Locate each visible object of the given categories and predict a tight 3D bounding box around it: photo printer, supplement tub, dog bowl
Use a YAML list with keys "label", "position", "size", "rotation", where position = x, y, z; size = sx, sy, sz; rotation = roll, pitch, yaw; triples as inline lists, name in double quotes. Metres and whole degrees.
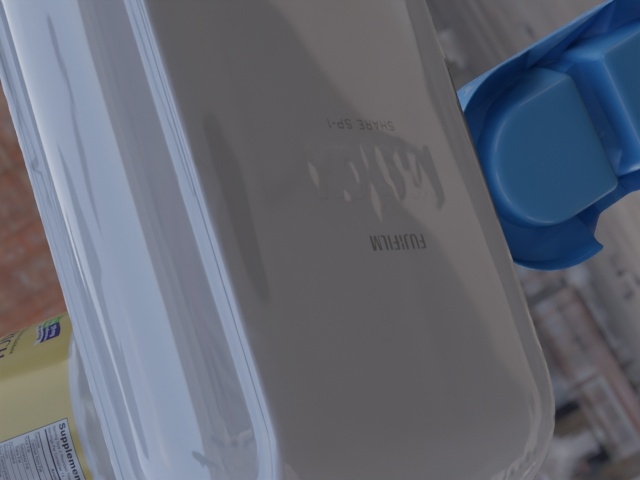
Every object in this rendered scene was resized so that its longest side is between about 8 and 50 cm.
- label: "photo printer"
  position: [-0.011, 0.005, 0.860]
  size: [0.256, 0.107, 0.307]
  rotation: [-2, -108, -55]
- label: "supplement tub"
  position: [-0.206, 0.184, 1.552]
  size: [0.241, 0.331, 0.241]
  rotation: [57, -160, -34]
- label: "dog bowl"
  position: [0.210, -0.093, 1.465]
  size: [0.074, 0.297, 0.166]
  rotation: [2, 121, 64]
